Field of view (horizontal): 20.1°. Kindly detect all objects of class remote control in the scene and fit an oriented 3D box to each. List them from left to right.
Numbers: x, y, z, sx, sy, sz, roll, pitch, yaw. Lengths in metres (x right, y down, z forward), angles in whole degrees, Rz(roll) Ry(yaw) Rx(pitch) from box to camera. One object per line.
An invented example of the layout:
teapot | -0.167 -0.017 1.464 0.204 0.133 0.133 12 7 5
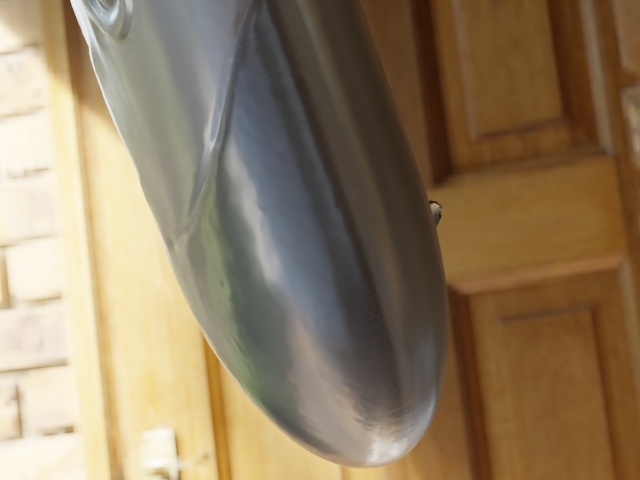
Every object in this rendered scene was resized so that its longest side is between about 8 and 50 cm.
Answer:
remote control | -0.033 -0.065 0.718 0.103 0.332 0.221 -22 8 -10

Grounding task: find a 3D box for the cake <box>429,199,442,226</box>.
cake | 0.000 0.000 0.902 0.121 0.065 0.052 -37 -34 26
